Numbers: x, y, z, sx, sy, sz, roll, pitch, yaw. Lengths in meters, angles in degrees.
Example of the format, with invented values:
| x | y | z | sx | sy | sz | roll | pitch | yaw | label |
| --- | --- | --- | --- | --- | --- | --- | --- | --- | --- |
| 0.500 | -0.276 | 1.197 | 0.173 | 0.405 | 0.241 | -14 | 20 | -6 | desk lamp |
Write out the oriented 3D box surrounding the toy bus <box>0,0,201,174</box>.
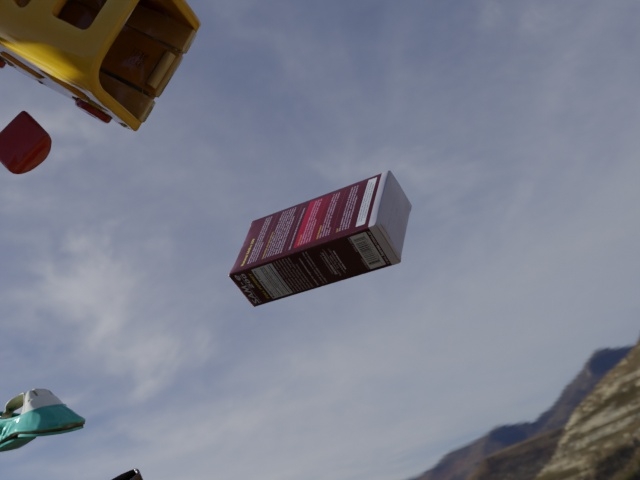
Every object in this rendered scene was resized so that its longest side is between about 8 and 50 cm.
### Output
| x | y | z | sx | sy | sz | roll | pitch | yaw | label |
| --- | --- | --- | --- | --- | --- | --- | --- | --- | --- |
| -0.186 | -0.160 | 0.538 | 0.202 | 0.190 | 0.104 | -18 | -16 | 7 | toy bus |

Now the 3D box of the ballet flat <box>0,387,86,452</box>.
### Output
| x | y | z | sx | sy | sz | roll | pitch | yaw | label |
| --- | --- | --- | --- | --- | --- | --- | --- | --- | --- |
| -0.477 | 0.289 | 1.329 | 0.247 | 0.087 | 0.083 | -22 | -17 | 38 | ballet flat |

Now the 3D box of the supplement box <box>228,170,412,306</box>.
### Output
| x | y | z | sx | sy | sz | roll | pitch | yaw | label |
| --- | --- | --- | --- | --- | --- | --- | --- | --- | --- |
| 0.000 | 0.000 | 1.130 | 0.240 | 0.130 | 0.073 | -18 | -58 | 28 | supplement box |

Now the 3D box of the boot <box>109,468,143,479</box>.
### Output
| x | y | z | sx | sy | sz | roll | pitch | yaw | label |
| --- | --- | --- | --- | --- | --- | --- | --- | --- | --- |
| -0.265 | 0.409 | 0.928 | 0.248 | 0.206 | 0.090 | -34 | 15 | -24 | boot |
